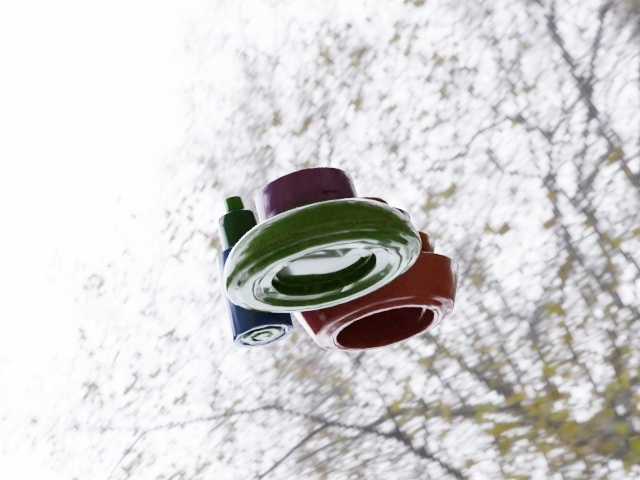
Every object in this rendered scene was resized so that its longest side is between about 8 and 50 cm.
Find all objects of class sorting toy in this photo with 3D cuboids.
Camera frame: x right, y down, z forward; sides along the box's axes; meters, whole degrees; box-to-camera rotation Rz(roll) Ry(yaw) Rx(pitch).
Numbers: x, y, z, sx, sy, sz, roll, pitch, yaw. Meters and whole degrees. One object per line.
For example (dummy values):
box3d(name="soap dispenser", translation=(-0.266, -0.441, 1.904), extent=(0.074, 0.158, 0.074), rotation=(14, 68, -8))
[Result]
box3d(name="sorting toy", translation=(0.000, 0.000, 0.440), extent=(0.061, 0.102, 0.042), rotation=(-19, -113, 12))
